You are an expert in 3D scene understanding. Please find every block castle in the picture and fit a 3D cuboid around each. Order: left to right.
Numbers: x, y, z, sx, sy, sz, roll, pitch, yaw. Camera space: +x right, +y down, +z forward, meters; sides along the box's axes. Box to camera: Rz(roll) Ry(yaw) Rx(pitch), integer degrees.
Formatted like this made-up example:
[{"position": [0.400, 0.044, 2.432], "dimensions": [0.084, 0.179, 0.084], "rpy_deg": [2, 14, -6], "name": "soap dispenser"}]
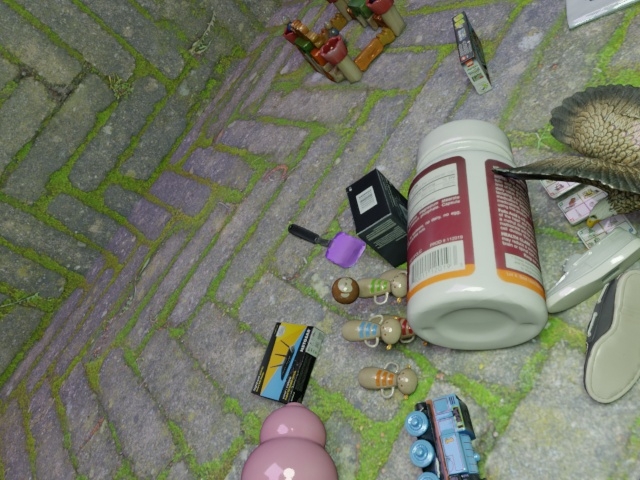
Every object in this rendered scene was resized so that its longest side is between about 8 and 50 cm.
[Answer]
[{"position": [0.056, -0.766, 1.703], "dimensions": [0.303, 0.213, 0.453], "rpy_deg": [-46, 39, 6], "name": "block castle"}]

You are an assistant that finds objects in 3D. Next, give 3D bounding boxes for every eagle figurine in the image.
[{"position": [0.447, -0.102, 0.722], "dimensions": [0.298, 0.226, 0.225], "rpy_deg": [45, 117, 16], "name": "eagle figurine"}]

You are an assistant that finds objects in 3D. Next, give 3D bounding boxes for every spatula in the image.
[{"position": [0.000, 0.000, 1.288], "dimensions": [0.296, 0.030, 0.084], "rpy_deg": [21, 78, 50], "name": "spatula"}]

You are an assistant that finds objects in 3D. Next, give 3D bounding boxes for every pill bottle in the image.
[{"position": [0.271, -0.020, 0.885], "dimensions": [0.224, 0.224, 0.392], "rpy_deg": [-19, 48, 34], "name": "pill bottle"}]

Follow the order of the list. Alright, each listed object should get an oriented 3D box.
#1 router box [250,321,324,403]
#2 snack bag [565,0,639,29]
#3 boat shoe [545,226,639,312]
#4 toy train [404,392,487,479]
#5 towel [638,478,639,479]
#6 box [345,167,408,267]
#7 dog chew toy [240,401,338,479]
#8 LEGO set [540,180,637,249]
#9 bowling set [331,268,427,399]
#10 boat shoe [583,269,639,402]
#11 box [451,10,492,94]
[{"position": [-0.077, 0.286, 1.122], "dimensions": [0.133, 0.046, 0.178], "rpy_deg": [-4, 58, 43], "name": "router box"}, {"position": [0.720, -0.658, 1.108], "dimensions": [0.323, 0.037, 0.342], "rpy_deg": [-11, 53, 38], "name": "snack bag"}, {"position": [0.436, 0.046, 0.790], "dimensions": [0.184, 0.066, 0.063], "rpy_deg": [-42, 47, 11], "name": "boat shoe"}, {"position": [0.203, 0.345, 0.778], "dimensions": [0.105, 0.080, 0.184], "rpy_deg": [-24, 45, 21], "name": "toy train"}, {"position": [0.412, 0.428, 0.485], "dimensions": [0.228, 0.076, 0.308], "rpy_deg": [0, 62, 60], "name": "towel"}, {"position": [0.147, -0.050, 1.081], "dimensions": [0.093, 0.158, 0.156], "rpy_deg": [-32, 42, 23], "name": "box"}, {"position": [-0.058, 0.451, 0.859], "dimensions": [0.207, 0.206, 0.331], "rpy_deg": [-29, 36, 25], "name": "dog chew toy"}, {"position": [0.548, -0.103, 0.843], "dimensions": [0.244, 0.060, 0.182], "rpy_deg": [-34, 53, 22], "name": "LEGO set"}, {"position": [0.125, 0.144, 0.926], "dimensions": [0.154, 0.200, 0.286], "rpy_deg": [-7, 59, 40], "name": "bowling set"}, {"position": [0.445, 0.145, 0.731], "dimensions": [0.065, 0.075, 0.206], "rpy_deg": [100, -167, -79], "name": "boat shoe"}, {"position": [0.386, -0.481, 1.230], "dimensions": [0.036, 0.114, 0.206], "rpy_deg": [-22, 47, 31], "name": "box"}]
